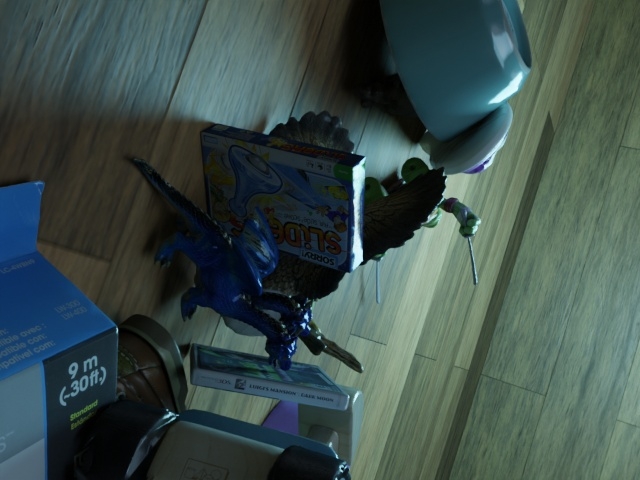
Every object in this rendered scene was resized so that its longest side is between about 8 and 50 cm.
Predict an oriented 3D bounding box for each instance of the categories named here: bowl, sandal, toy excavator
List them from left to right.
[{"bbox_3d":[-0.070,0.300,0.777,0.445,0.223,0.432,77,27,-57],"label":"toy excavator"},{"bbox_3d":[0.232,-0.329,1.161,0.311,0.163,0.311,39,43,-49],"label":"bowl"},{"bbox_3d":[0.284,-0.182,1.342,0.169,0.102,0.416,-43,-170,12],"label":"sandal"}]

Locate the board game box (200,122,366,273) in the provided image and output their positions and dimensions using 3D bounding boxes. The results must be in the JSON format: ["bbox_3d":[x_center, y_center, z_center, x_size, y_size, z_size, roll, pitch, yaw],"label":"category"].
[{"bbox_3d":[-0.045,-0.052,0.848,0.035,0.201,0.136,-42,140,-48],"label":"board game box"}]

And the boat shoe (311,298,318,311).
[{"bbox_3d":[-0.022,0.055,1.135,0.048,0.056,0.152,-23,118,-53],"label":"boat shoe"}]

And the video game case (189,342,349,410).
[{"bbox_3d":[-0.069,0.159,0.866,0.190,0.173,0.022,-177,-81,-80],"label":"video game case"}]

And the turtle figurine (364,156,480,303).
[{"bbox_3d":[0.185,-0.022,1.352,0.266,0.198,0.274,37,67,-58],"label":"turtle figurine"}]

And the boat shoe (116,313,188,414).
[{"bbox_3d":[-0.201,0.231,0.822,0.104,0.111,0.307,-43,131,-42],"label":"boat shoe"}]

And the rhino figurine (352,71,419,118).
[{"bbox_3d":[0.127,-0.242,1.202,0.243,0.106,0.073,-13,115,-62],"label":"rhino figurine"}]

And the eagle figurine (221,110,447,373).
[{"bbox_3d":[0.001,-0.004,0.972,0.225,0.227,0.298,-110,-141,-62],"label":"eagle figurine"}]

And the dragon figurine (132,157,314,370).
[{"bbox_3d":[-0.099,0.018,0.814,0.085,0.144,0.289,-62,142,-56],"label":"dragon figurine"}]

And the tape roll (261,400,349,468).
[{"bbox_3d":[-0.038,0.406,1.267,0.275,0.090,0.274,-42,141,-48],"label":"tape roll"}]

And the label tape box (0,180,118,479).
[{"bbox_3d":[-0.285,0.148,0.574,0.249,0.115,0.347,-26,129,-59],"label":"label tape box"}]
